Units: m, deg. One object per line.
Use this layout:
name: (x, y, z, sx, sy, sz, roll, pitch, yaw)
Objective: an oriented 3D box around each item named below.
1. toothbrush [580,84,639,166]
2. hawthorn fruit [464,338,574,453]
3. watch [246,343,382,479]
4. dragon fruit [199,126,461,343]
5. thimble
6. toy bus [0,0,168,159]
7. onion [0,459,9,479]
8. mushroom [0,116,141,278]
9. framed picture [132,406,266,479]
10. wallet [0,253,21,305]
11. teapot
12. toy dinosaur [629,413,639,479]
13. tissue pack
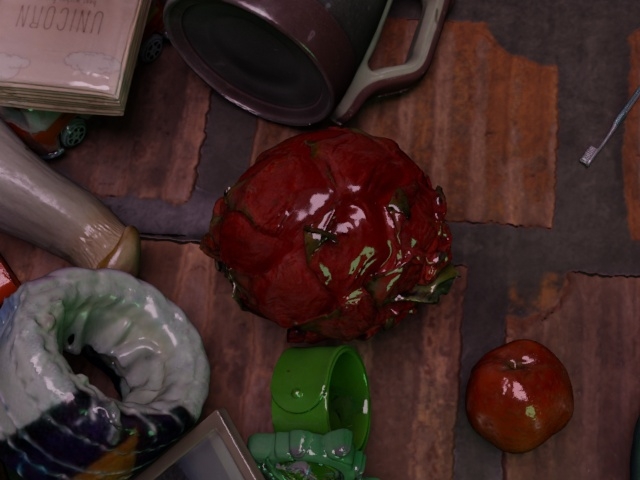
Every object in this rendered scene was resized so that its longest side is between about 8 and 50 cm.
toothbrush: (0.376, -0.159, 1.132, 0.014, 0.011, 0.167, 34, 78, 19)
hawthorn fruit: (0.218, 0.168, 0.988, 0.128, 0.128, 0.128, -1, 72, 4)
watch: (-0.001, 0.199, 0.993, 0.131, 0.165, 0.152, -8, 49, 24)
dragon fruit: (0.000, 0.000, 0.992, 0.299, 0.244, 0.244, -6, 70, 27)
thimble: (-0.247, 0.141, 0.964, 0.150, 0.237, 0.237, -45, 70, 31)
toy bus: (-0.315, -0.234, 1.153, 0.121, 0.120, 0.265, 36, 78, 15)
onion: (-0.549, 0.283, 0.930, 0.420, 0.398, 0.398, -46, 70, 30)
mushroom: (-0.349, -0.047, 1.096, 0.329, 0.159, 0.122, 36, 84, 5)
framed picture: (-0.098, 0.352, 0.946, 0.213, 0.016, 0.289, -41, 71, 27)
wallet: (-0.487, 0.069, 1.111, 0.204, 0.045, 0.142, -38, 73, -7)
teapot: (0.016, -0.310, 1.119, 0.315, 0.233, 0.312, 35, 71, -16)
toy dinosaur: (0.358, 0.189, 0.987, 0.374, 0.144, 0.500, -26, 69, 9)
tissue pack: (-0.284, -0.309, 1.075, 0.170, 0.071, 0.325, 8, 69, 4)
